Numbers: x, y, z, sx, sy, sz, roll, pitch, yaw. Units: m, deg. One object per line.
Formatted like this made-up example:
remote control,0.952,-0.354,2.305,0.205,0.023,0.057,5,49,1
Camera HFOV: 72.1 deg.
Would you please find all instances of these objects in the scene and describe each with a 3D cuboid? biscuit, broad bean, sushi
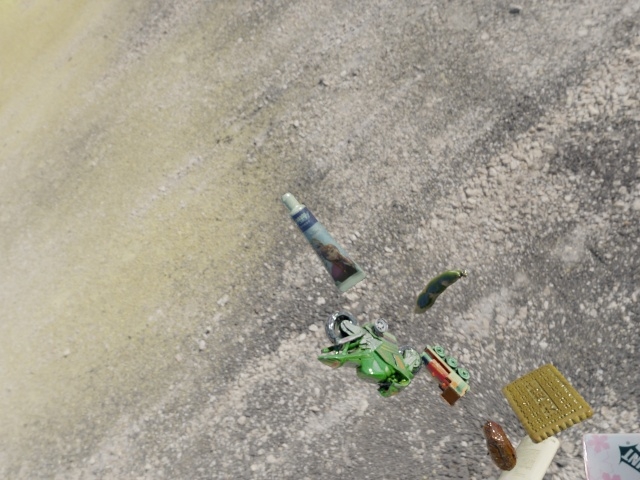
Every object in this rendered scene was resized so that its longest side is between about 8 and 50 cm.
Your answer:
biscuit,0.610,0.434,1.207,0.172,0.254,0.029,-34,97,10
broad bean,0.364,0.157,1.391,0.065,0.046,0.255,52,134,19
sushi,0.381,0.437,0.930,0.061,0.060,0.118,-9,104,23

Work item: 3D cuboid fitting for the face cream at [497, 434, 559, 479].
face cream,0.741,0.855,1.611,0.081,0.348,0.173,54,141,8

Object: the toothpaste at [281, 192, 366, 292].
toothpaste,0.000,0.000,0.822,0.062,0.037,0.216,-36,96,16

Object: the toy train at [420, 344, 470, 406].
toy train,0.365,0.393,1.313,0.176,0.118,0.074,45,124,23

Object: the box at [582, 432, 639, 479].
box,0.706,0.455,0.807,0.369,0.112,0.190,-25,39,40

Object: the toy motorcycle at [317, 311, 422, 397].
toy motorcycle,0.085,0.191,0.715,0.074,0.190,0.106,-46,21,49
